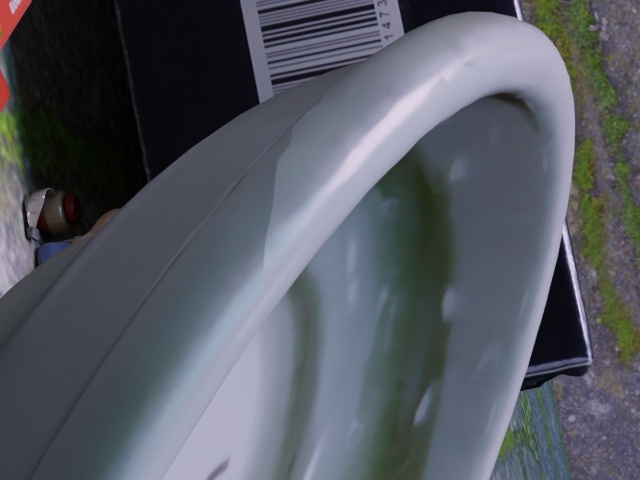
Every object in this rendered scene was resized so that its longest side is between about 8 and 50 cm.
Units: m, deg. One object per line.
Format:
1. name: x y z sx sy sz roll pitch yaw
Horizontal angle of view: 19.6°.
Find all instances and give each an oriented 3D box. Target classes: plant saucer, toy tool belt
1. plant saucer: -0.052 0.110 0.532 0.400 0.100 0.400 -55 160 -31
2. toy tool belt: -0.093 0.014 0.798 0.052 0.051 0.083 45 34 -68

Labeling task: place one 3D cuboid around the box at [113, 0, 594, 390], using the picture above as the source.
1. box: 0.007 -0.078 0.942 0.312 0.179 0.343 59 20 -82

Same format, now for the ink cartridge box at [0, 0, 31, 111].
1. ink cartridge box: -0.142 -0.101 0.748 0.063 0.029 0.115 -80 154 -62
